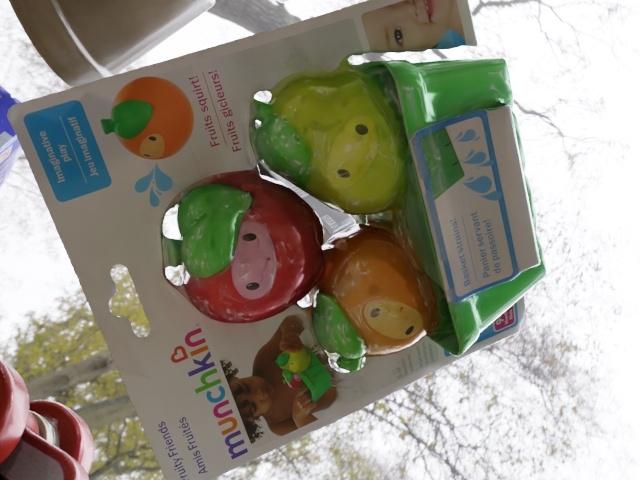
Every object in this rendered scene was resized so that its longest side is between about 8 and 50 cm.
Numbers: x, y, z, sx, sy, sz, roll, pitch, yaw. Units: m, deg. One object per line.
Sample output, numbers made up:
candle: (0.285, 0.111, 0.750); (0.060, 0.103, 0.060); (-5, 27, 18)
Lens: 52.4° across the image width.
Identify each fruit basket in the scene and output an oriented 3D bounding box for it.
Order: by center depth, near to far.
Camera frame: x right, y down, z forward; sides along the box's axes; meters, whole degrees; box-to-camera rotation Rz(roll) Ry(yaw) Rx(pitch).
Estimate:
fruit basket: (0.000, 0.000, 0.505); (0.165, 0.353, 0.327); (22, -49, 63)

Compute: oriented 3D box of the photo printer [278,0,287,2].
photo printer: (-0.134, -0.563, 1.140); (0.307, 0.256, 0.107); (39, -86, -21)

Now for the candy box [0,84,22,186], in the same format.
candy box: (-0.674, -0.100, 1.162); (0.122, 0.268, 0.317); (41, -52, -15)

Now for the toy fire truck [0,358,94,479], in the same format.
toy fire truck: (-0.352, 0.199, 0.519); (0.302, 0.169, 0.254); (25, -116, 18)

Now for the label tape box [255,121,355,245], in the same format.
label tape box: (-0.134, -0.060, 1.209); (0.334, 0.106, 0.241); (45, -56, 10)

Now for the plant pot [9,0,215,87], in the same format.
plant pot: (-0.348, -0.458, 1.126); (0.280, 0.323, 0.323); (-19, -89, 4)
